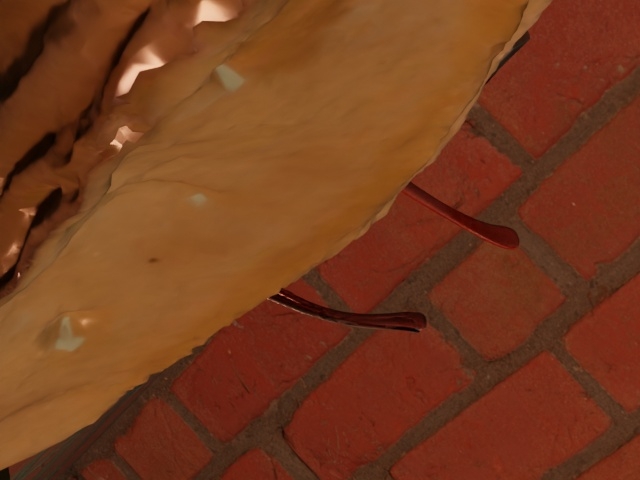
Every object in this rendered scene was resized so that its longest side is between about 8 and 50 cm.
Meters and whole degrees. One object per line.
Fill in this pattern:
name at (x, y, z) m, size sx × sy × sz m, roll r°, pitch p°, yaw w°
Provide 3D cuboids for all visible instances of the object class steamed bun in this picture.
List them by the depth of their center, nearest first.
steamed bun at (-0.047, -0.074, 0.585) m, size 0.247 × 0.189 × 0.428 m, roll -7°, pitch 155°, yaw -32°

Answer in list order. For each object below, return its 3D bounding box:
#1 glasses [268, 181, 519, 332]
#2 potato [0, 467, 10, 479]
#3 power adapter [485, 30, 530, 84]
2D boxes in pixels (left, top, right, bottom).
glasses at (0.000, 0.000, 1.247) m, size 0.234 × 0.268 × 0.118 m, roll -49°, pitch -168°, yaw 51°
potato at (-0.307, 0.221, 1.123) m, size 0.178 × 0.160 × 0.235 m, roll -49°, pitch -165°, yaw 50°
power adapter at (0.055, -0.136, 1.281) m, size 0.205 × 0.125 × 0.130 m, roll -45°, pitch 178°, yaw 22°
